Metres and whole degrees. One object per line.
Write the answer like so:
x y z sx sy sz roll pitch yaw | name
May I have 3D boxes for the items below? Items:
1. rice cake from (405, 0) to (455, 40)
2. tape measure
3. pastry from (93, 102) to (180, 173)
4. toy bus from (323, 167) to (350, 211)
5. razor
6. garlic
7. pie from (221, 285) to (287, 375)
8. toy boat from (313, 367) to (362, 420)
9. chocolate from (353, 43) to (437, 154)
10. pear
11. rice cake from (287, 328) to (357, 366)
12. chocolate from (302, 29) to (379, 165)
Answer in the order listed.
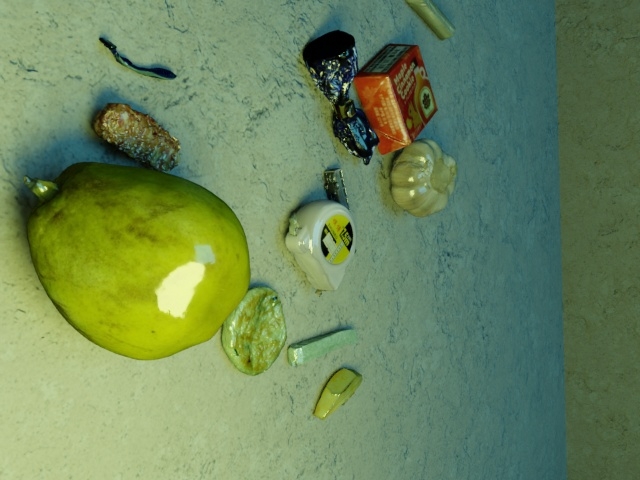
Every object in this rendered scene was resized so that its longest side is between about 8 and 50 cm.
0.341 -0.691 1.937 0.256 0.057 0.052 21 56 -51 | rice cake
0.003 -0.001 1.453 0.178 0.105 0.196 -51 128 -31 | tape measure
-0.310 -0.173 1.063 0.169 0.063 0.087 39 69 -52 | pastry
0.042 -0.111 1.553 0.052 0.036 0.131 -34 116 -53 | toy bus
-0.310 -0.302 1.086 0.154 0.044 0.028 15 108 -55 | razor
0.280 -0.173 1.776 0.227 0.152 0.228 -12 108 -39 | garlic
-0.136 0.187 1.311 0.186 0.041 0.187 -1 91 -54 | pie
0.045 0.371 1.541 0.172 0.065 0.066 -35 137 -45 | toy boat
0.212 -0.392 1.723 0.237 0.107 0.235 -49 126 -40 | chocolate
-0.275 0.019 0.945 0.375 0.287 0.288 39 59 -27 | pear
0.007 0.249 1.503 0.245 0.042 0.045 -8 94 -53 | rice cake
0.062 -0.319 1.529 0.148 0.126 0.344 -105 175 -54 | chocolate
